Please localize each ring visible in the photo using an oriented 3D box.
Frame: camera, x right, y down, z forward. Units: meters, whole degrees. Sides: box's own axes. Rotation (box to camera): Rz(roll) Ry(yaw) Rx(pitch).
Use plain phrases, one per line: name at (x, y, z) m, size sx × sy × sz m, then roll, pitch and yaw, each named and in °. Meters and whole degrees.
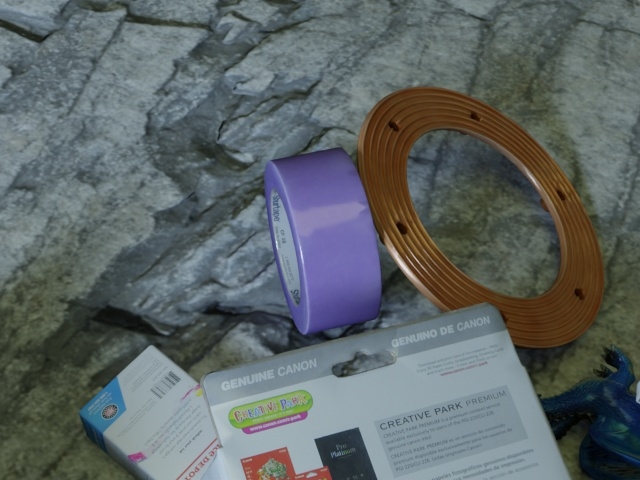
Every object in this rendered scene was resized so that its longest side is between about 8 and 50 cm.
ring at (0.177, -0.027, 1.229) m, size 0.336 × 0.032 × 0.337 m, roll 20°, pitch 49°, yaw -26°

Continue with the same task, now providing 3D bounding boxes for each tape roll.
tape roll at (0.000, 0.000, 1.181) m, size 0.080 × 0.189 × 0.189 m, roll -12°, pitch 58°, yaw -11°

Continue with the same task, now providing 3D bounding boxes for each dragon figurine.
dragon figurine at (0.313, 0.203, 1.124) m, size 0.289 × 0.085 × 0.144 m, roll 30°, pitch 60°, yaw 17°

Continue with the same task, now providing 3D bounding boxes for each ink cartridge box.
ink cartridge box at (0.060, 0.229, 1.023) m, size 0.309 × 0.130 × 0.272 m, roll -11°, pitch 68°, yaw -19°
ink cartridge box at (-0.138, 0.203, 1.114) m, size 0.181 × 0.062 × 0.104 m, roll 36°, pitch 62°, yaw 19°

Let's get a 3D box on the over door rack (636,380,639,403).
over door rack at (0.445, 0.225, 0.971) m, size 0.324 × 0.108 × 0.240 m, roll 9°, pitch 48°, yaw 9°
